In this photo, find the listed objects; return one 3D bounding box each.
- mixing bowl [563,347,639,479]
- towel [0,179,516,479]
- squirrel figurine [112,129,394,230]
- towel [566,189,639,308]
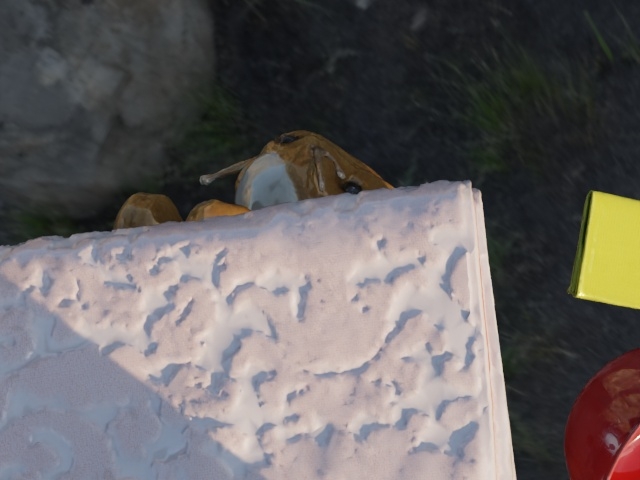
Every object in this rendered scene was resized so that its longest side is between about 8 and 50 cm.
[{"bbox_3d":[0.246,0.145,1.157,0.181,0.181,0.098,-53,41,3],"label":"mixing bowl"},{"bbox_3d":[-0.050,0.131,0.953,0.331,0.053,0.317,-8,72,6],"label":"towel"},{"bbox_3d":[-0.031,0.112,1.345,0.281,0.370,0.397,-13,117,44],"label":"squirrel figurine"},{"bbox_3d":[0.334,0.019,1.506,0.021,0.237,0.102,7,88,57],"label":"towel"}]
